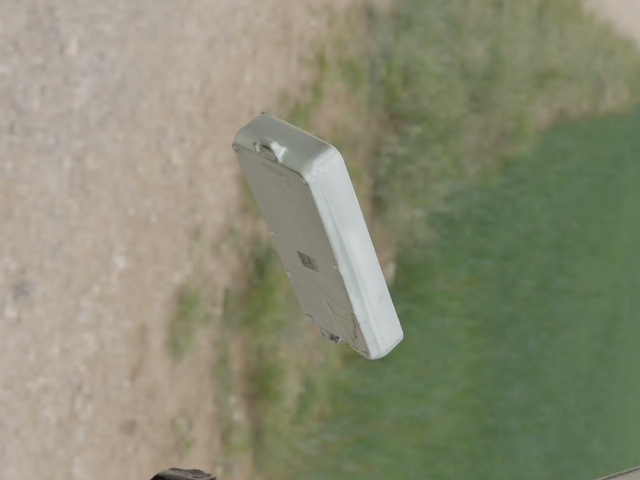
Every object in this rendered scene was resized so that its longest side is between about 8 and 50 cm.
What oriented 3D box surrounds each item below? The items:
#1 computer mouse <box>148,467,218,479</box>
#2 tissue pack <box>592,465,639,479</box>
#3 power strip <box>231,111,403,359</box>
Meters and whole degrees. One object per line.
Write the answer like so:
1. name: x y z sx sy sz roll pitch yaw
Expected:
1. computer mouse: -0.081 0.226 1.082 0.062 0.106 0.192 45 33 -51
2. tissue pack: 0.337 0.264 1.487 0.124 0.225 0.185 12 62 -39
3. power strip: 0.000 0.000 1.190 0.035 0.081 0.192 -41 134 -22
